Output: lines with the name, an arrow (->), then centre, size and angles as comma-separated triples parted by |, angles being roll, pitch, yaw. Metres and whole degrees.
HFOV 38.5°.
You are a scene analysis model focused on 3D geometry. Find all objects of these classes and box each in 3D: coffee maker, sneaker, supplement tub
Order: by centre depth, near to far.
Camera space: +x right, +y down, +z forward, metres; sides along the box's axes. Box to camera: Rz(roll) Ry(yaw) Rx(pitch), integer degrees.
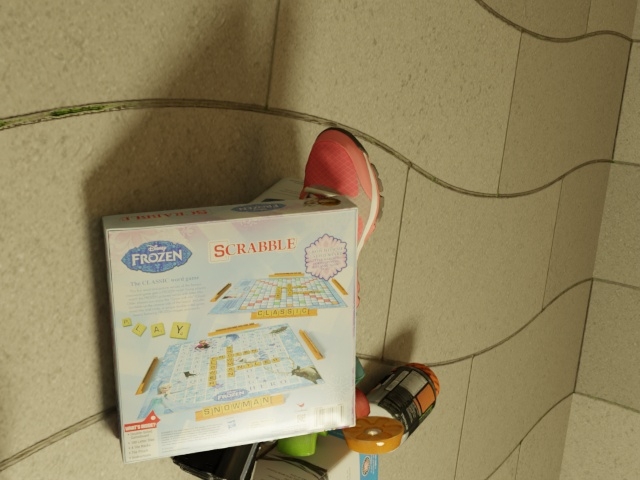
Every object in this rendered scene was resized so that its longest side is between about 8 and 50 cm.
sneaker -> 0.000, 0.001, 1.276 | 0.136, 0.116, 0.314 | -10, 109, -55
coffee maker -> -0.139, 0.262, 1.336 | 0.171, 0.120, 0.178 | 36, 66, -31
supplement tub -> 0.154, 0.324, 1.809 | 0.190, 0.117, 0.117 | -33, 127, -50

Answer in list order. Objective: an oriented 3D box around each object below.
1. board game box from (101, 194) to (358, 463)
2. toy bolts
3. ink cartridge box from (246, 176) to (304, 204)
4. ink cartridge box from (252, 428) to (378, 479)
board game box -> -0.110, 0.112, 1.186 | 0.318, 0.066, 0.318 | -5, 109, -18
toy bolts -> 0.038, 0.244, 1.538 | 0.228, 0.218, 0.159 | -40, 128, -71
ink cartridge box -> -0.070, 0.021, 1.368 | 0.212, 0.093, 0.154 | -38, 131, -44
ink cartridge box -> -0.031, 0.460, 1.538 | 0.307, 0.129, 0.223 | -28, 124, -52
